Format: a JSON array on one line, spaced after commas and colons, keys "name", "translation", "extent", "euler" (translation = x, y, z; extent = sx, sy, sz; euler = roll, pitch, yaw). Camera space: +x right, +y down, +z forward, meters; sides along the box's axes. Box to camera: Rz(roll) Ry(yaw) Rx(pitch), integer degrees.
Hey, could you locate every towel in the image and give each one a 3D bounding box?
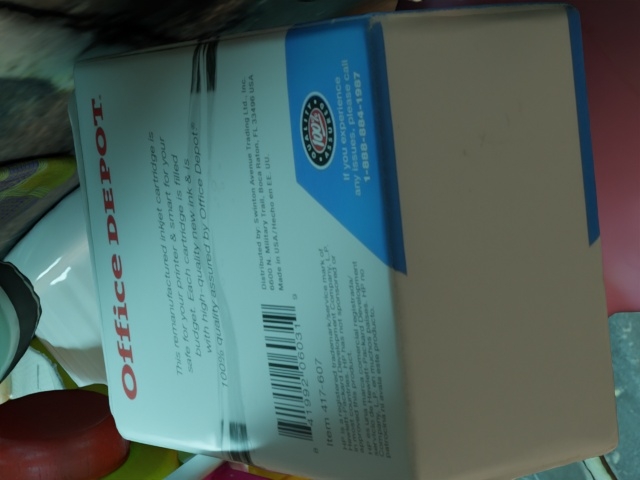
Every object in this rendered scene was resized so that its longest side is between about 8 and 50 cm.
[{"name": "towel", "translation": [-0.144, -0.017, 0.815], "extent": [0.060, 0.009, 0.083], "euler": [-33, 174, 21]}]

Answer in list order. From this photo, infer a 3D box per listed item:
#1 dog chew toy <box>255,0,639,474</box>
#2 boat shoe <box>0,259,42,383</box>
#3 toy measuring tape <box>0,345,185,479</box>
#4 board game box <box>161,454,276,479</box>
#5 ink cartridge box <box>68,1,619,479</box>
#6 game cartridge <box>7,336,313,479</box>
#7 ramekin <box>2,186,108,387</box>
[{"name": "dog chew toy", "translation": [0.064, -0.019, 0.818], "extent": [0.332, 0.206, 0.206], "euler": [-38, 173, 8]}, {"name": "boat shoe", "translation": [-0.195, 0.056, 0.846], "extent": [0.228, 0.081, 0.069], "euler": [-27, -179, 39]}, {"name": "toy measuring tape", "translation": [-0.144, 0.112, 0.878], "extent": [0.121, 0.121, 0.330], "euler": [-30, -155, -19]}, {"name": "board game box", "translation": [-0.109, 0.305, 0.591], "extent": [0.050, 0.389, 0.390], "euler": [12, -163, 20]}, {"name": "ink cartridge box", "translation": [0.000, 0.000, 0.652], "extent": [0.086, 0.148, 0.203], "euler": [-10, -174, -32]}, {"name": "game cartridge", "translation": [-0.067, 0.089, 1.189], "extent": [0.324, 0.052, 0.285], "euler": [-29, -150, -16]}, {"name": "ramekin", "translation": [-0.029, 0.007, 1.024], "extent": [0.273, 0.127, 0.273], "euler": [-32, 174, -4]}]
